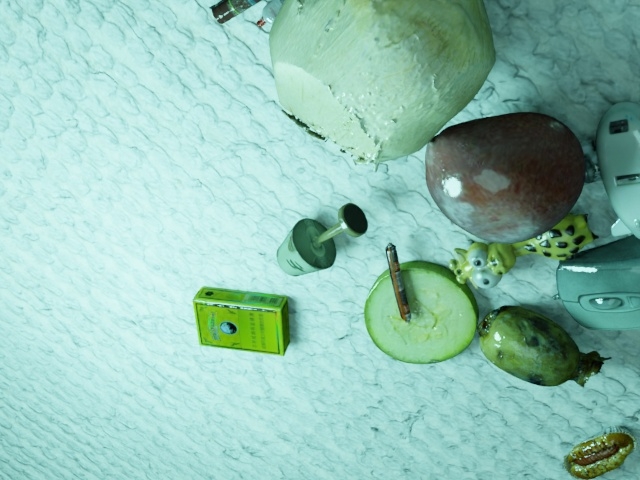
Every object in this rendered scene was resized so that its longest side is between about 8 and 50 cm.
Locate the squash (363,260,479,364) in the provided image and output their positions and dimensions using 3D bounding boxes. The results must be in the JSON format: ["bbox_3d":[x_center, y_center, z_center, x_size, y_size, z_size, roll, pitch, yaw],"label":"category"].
[{"bbox_3d":[0.222,0.162,1.510,0.252,0.049,0.252,7,118,12],"label":"squash"}]

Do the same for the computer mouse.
[{"bbox_3d":[0.631,0.079,1.316,0.371,0.122,0.188,-19,112,28],"label":"computer mouse"}]

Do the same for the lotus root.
[{"bbox_3d":[0.462,0.234,1.427,0.278,0.154,0.154,23,122,1],"label":"lotus root"}]

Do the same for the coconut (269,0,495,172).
[{"bbox_3d":[0.103,-0.323,1.101,0.346,0.346,0.360,33,123,-5],"label":"coconut"}]

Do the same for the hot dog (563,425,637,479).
[{"bbox_3d":[0.647,0.494,1.581,0.099,0.053,0.192,35,124,-10],"label":"hot dog"}]

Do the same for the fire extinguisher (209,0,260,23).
[{"bbox_3d":[-0.140,-0.450,1.267,0.132,0.039,0.056,-22,142,25],"label":"fire extinguisher"}]

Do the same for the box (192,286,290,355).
[{"bbox_3d":[-0.187,0.193,1.632,0.220,0.064,0.140,7,121,13],"label":"box"}]

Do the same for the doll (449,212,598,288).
[{"bbox_3d":[0.396,0.019,1.358,0.291,0.086,0.117,-22,108,25],"label":"doll"}]

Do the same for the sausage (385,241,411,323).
[{"bbox_3d":[0.166,0.092,1.452,0.028,0.025,0.198,-21,113,-11],"label":"sausage"}]

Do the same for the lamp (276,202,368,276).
[{"bbox_3d":[0.000,0.000,1.432,0.121,0.121,0.215,47,133,-13],"label":"lamp"}]

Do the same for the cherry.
[{"bbox_3d":[0.320,-0.113,1.207,0.308,0.221,0.261,15,146,-26],"label":"cherry"}]

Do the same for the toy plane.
[{"bbox_3d":[0.562,-0.119,1.209,0.267,0.123,0.266,20,128,28],"label":"toy plane"}]

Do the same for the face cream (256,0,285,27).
[{"bbox_3d":[-0.085,-0.427,1.273,0.083,0.021,0.040,-29,109,27],"label":"face cream"}]
